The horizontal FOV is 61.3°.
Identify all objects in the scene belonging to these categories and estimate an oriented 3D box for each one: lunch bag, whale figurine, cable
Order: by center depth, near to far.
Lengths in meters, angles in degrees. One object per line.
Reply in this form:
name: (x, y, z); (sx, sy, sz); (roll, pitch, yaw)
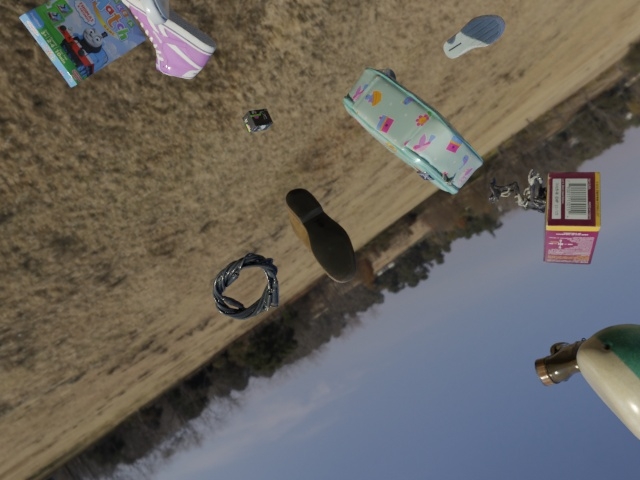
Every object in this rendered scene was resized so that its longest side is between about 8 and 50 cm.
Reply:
whale figurine: (0.537, 0.246, 0.863); (0.141, 0.272, 0.216); (-40, -163, 9)
lunch bag: (0.187, -0.210, 1.084); (0.108, 0.279, 0.224); (-48, 148, 10)
cable: (-0.168, 0.100, 1.209); (0.150, 0.047, 0.185); (-7, 130, -8)

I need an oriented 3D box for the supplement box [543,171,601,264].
supplement box: (0.225, -0.019, 0.487); (0.043, 0.055, 0.083); (2, 156, 22)

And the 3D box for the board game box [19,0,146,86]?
board game box: (-0.507, -0.460, 1.175); (0.039, 0.160, 0.212); (1, -138, 44)

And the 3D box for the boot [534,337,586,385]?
boot: (0.552, 0.256, 1.163); (0.106, 0.082, 0.219); (-30, 167, 38)

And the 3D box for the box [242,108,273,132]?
box: (-0.221, -0.423, 1.904); (0.083, 0.062, 0.052); (-22, 174, -42)

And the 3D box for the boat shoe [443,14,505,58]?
boat shoe: (0.438, -0.586, 1.516); (0.075, 0.083, 0.226); (-41, -161, -20)

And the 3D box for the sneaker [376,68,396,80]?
sneaker: (0.155, -0.337, 1.300); (0.053, 0.152, 0.061); (-23, -152, -27)

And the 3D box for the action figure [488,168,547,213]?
action figure: (0.730, -0.169, 1.865); (0.164, 0.275, 0.141); (22, 83, -67)

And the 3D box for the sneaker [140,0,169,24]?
sneaker: (-0.306, -0.545, 1.040); (0.091, 0.259, 0.094); (-9, 170, 10)

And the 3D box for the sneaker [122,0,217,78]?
sneaker: (-0.441, -0.548, 1.458); (0.161, 0.282, 0.102); (-43, -157, 29)

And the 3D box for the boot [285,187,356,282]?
boot: (0.000, 0.000, 1.498); (0.112, 0.305, 0.115); (-23, 154, -20)
